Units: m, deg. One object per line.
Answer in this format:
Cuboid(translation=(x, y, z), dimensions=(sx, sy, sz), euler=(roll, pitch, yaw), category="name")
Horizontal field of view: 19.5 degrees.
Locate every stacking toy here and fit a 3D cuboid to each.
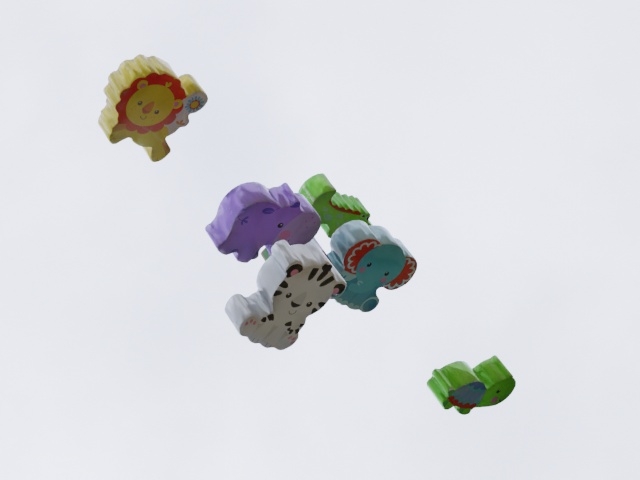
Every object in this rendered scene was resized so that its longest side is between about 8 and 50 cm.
Cuboid(translation=(0.000, 0.000, 0.953), dimensions=(0.052, 0.167, 0.221), euler=(-49, -41, 15), category="stacking toy")
